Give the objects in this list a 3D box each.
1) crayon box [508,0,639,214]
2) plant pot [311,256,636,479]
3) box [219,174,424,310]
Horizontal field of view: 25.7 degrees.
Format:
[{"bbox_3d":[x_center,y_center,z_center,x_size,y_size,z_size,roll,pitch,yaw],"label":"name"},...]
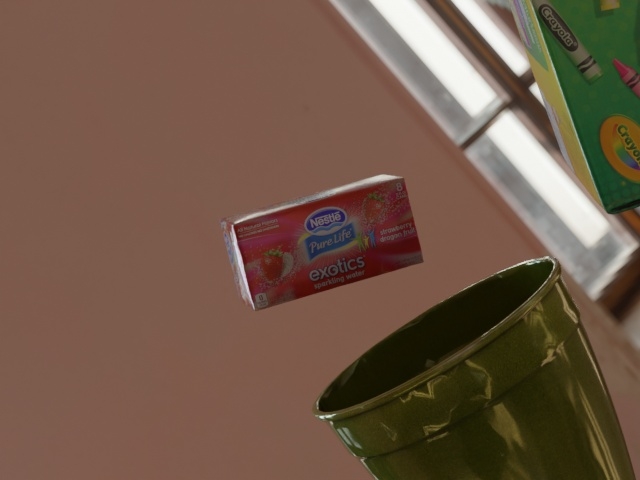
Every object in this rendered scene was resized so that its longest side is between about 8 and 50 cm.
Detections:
[{"bbox_3d":[0.154,-0.171,0.860,0.081,0.278,0.165,-20,14,6],"label":"crayon box"},{"bbox_3d":[0.237,0.265,1.794,0.366,0.353,0.366,-32,5,3],"label":"plant pot"},{"bbox_3d":[0.000,0.000,1.975,0.256,0.128,0.122,-15,7,-12],"label":"box"}]
